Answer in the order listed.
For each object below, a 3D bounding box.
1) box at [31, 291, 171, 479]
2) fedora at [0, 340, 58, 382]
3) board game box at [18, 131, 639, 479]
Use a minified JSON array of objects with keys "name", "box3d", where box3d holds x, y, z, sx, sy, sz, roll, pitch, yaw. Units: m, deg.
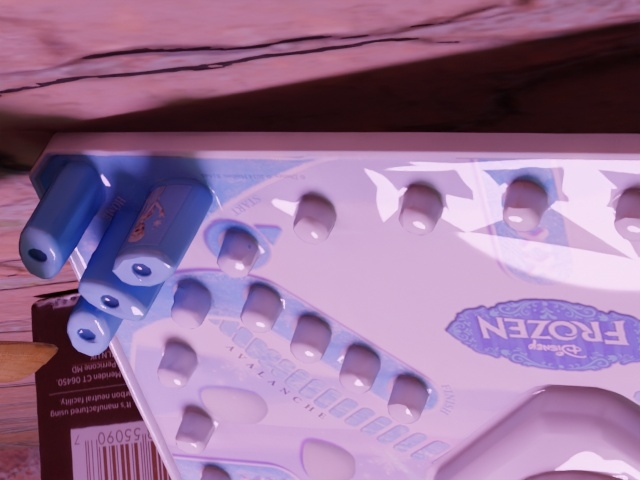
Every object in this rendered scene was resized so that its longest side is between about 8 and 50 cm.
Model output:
[{"name":"box","box3d":[-0.058,0.115,1.156,0.168,0.167,0.203,-10,170,27]},{"name":"fedora","box3d":[-0.192,0.010,0.688,0.194,0.079,0.194,5,176,0]},{"name":"board game box","box3d":[0.109,0.122,0.714,0.390,0.050,0.390,1,133,23]}]
